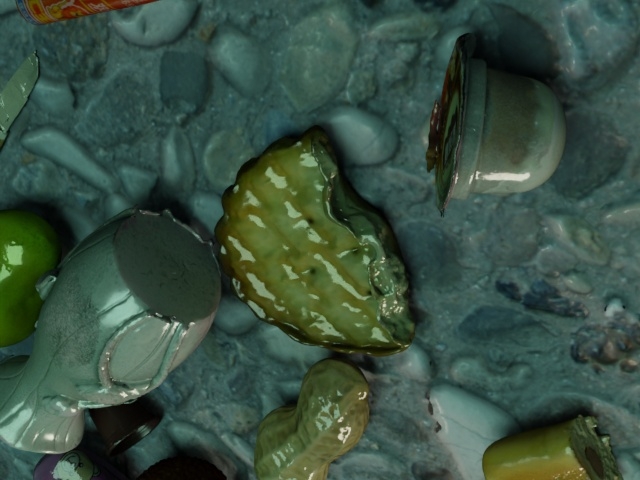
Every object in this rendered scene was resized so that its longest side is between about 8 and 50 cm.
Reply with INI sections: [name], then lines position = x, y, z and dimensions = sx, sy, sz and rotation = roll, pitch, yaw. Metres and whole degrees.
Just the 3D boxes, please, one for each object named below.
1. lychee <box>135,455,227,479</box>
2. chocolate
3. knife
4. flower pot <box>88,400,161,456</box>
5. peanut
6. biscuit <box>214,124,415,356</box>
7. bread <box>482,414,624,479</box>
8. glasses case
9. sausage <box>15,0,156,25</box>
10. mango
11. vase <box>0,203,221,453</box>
[lychee]
position = -0.235, 0.451, 1.809
dimensions = 0.195, 0.194, 0.194
rotation = 13, 122, 22
[chocolate]
position = 0.212, -0.132, 1.270
dimensions = 0.147, 0.221, 0.221
rotation = 2, 121, -5
[knife]
position = -0.500, -0.188, 1.689
dimensions = 0.047, 0.017, 0.298
rotation = 47, 128, 5
[flower pot]
position = -0.340, 0.300, 1.832
dimensions = 0.089, 0.111, 0.111
rotation = 51, 129, 13
[peanut]
position = -0.014, 0.287, 1.634
dimensions = 0.136, 0.120, 0.298
rotation = 34, 125, 1
[biscuit]
position = 0.000, 0.000, 1.497
dimensions = 0.329, 0.078, 0.335
rotation = 22, 124, 19
[bread]
position = 0.316, 0.315, 1.494
dimensions = 0.173, 0.085, 0.134
rotation = -20, 109, 33
[glasses case]
position = -0.371, 0.482, 1.926
dimensions = 0.123, 0.076, 0.316
rotation = -39, 108, 19
[sausage]
position = -0.289, -0.345, 1.457
dimensions = 0.274, 0.074, 0.074
rotation = -4, 114, 29
[mango]
position = -0.521, 0.053, 1.752
dimensions = 0.185, 0.149, 0.273
rotation = 29, 123, 6
[vase]
position = -0.343, 0.156, 1.643
dimensions = 0.250, 0.250, 0.445
rotation = 46, 125, -2
